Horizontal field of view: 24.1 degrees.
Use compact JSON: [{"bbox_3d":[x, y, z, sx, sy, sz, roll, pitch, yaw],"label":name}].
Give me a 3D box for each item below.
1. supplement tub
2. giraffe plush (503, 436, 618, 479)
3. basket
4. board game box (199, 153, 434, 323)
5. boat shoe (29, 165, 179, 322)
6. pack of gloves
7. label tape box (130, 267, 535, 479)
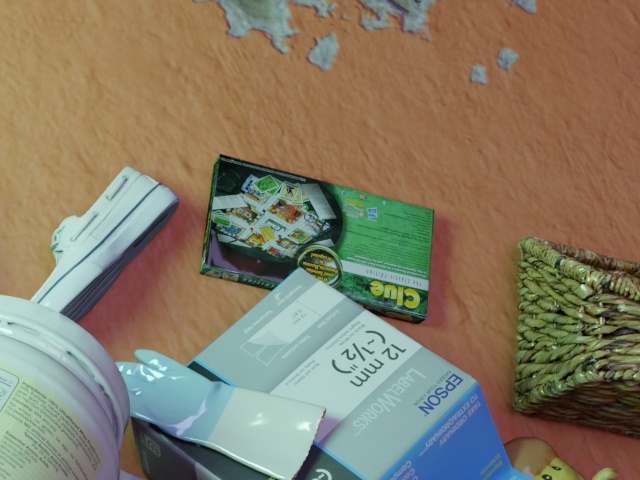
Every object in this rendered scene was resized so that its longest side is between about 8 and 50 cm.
[{"bbox_3d":[-0.300,0.219,1.195,0.235,0.235,0.325,33,38,-8],"label":"supplement tub"},{"bbox_3d":[0.203,0.269,1.538,0.210,0.170,0.181,33,61,-8],"label":"giraffe plush"},{"bbox_3d":[0.383,0.090,1.661,0.299,0.213,0.223,14,66,-18],"label":"basket"},{"bbox_3d":[0.000,0.000,1.640,0.259,0.030,0.136,14,63,-17],"label":"board game box"},{"bbox_3d":[-0.237,0.010,1.516,0.076,0.083,0.226,36,48,7],"label":"boat shoe"},{"bbox_3d":[-0.139,0.192,1.358,0.232,0.046,0.195,16,60,21],"label":"pack of gloves"},{"bbox_3d":[0.029,0.207,1.433,0.347,0.115,0.249,30,55,30],"label":"label tape box"}]
